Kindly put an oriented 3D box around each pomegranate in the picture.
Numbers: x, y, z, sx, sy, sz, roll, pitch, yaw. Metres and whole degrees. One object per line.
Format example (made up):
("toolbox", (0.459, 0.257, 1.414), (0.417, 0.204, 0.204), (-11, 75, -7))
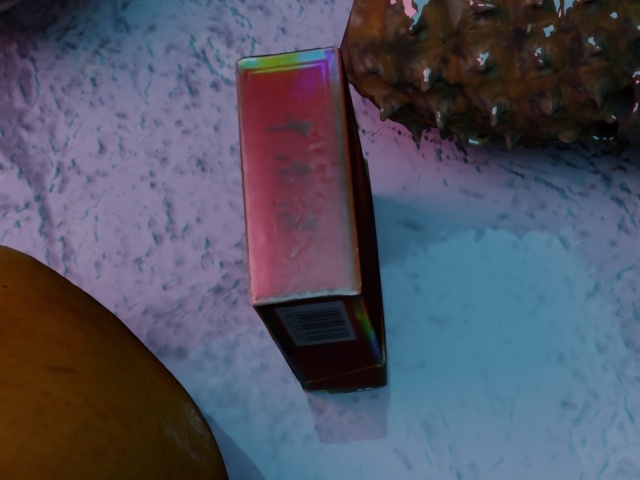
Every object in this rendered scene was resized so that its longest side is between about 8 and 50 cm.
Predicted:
("pomegranate", (-0.170, 0.126, 0.506), (0.264, 0.264, 0.264), (-1, 72, 4))

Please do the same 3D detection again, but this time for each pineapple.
("pineapple", (0.166, -0.088, 0.612), (0.310, 0.141, 0.170), (16, 46, 3))

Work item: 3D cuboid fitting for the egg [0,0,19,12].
("egg", (-0.202, -0.228, 0.650), (0.203, 0.203, 0.245), (-9, 61, 2))

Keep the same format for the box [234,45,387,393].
("box", (0.001, 0.000, 0.572), (0.048, 0.175, 0.112), (-7, 72, 4))
